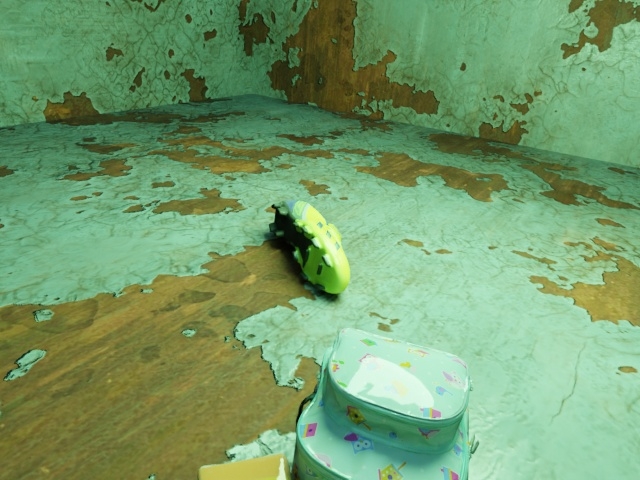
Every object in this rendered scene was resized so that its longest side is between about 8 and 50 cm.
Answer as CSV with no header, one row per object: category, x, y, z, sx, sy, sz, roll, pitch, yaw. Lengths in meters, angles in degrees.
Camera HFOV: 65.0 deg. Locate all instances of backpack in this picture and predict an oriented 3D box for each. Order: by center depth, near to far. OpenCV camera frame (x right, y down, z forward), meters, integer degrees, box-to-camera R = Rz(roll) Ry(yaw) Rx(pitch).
backpack,0.058,0.179,0.464,0.165,0.145,0.188,15,29,9

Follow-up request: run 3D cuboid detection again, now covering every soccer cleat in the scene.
soccer cleat,0.000,-0.001,0.904,0.121,0.094,0.289,1,25,-25

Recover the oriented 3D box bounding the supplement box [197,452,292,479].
supplement box,-0.038,0.264,0.337,0.077,0.080,0.233,-3,24,-14
